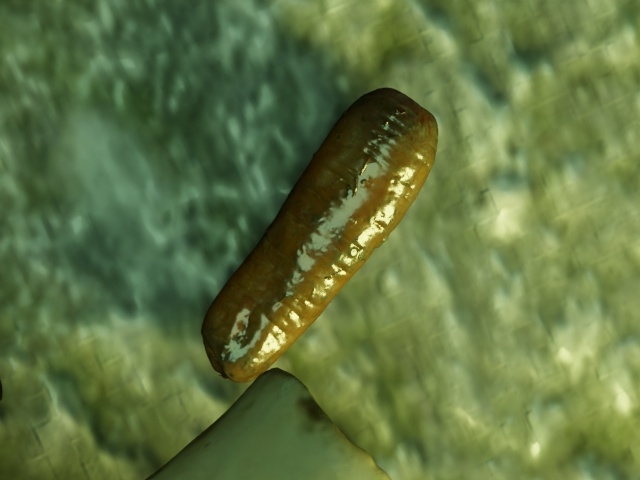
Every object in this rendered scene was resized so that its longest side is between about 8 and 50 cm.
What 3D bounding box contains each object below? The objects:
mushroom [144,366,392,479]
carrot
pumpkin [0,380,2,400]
[{"bbox_3d":[-0.109,0.175,0.584,0.292,0.292,0.290,44,70,-7],"label":"mushroom"},{"bbox_3d":[0.000,0.000,0.683,0.060,0.060,0.186,35,91,-7],"label":"carrot"},{"bbox_3d":[-0.340,0.040,0.624,0.258,0.095,0.290,-39,96,6],"label":"pumpkin"}]
